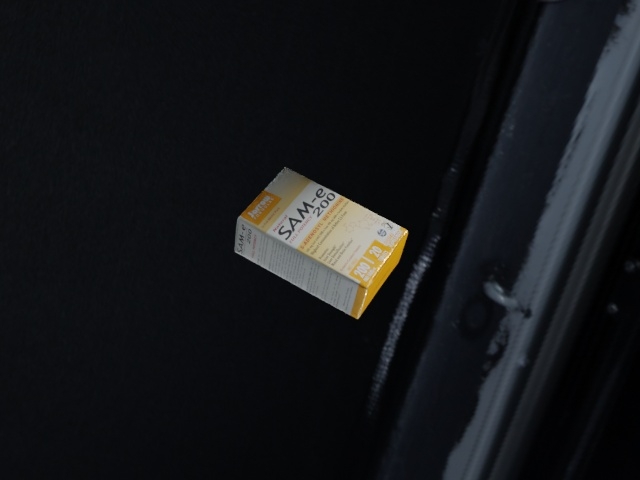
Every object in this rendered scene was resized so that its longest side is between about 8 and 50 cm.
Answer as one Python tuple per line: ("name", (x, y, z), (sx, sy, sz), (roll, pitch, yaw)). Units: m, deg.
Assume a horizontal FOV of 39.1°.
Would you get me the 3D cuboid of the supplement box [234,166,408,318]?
("supplement box", (0.000, 0.000, 0.603), (0.098, 0.062, 0.036), (28, -40, 13))
